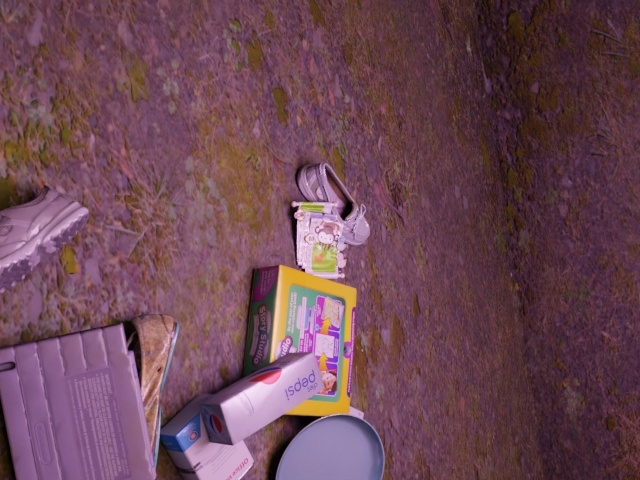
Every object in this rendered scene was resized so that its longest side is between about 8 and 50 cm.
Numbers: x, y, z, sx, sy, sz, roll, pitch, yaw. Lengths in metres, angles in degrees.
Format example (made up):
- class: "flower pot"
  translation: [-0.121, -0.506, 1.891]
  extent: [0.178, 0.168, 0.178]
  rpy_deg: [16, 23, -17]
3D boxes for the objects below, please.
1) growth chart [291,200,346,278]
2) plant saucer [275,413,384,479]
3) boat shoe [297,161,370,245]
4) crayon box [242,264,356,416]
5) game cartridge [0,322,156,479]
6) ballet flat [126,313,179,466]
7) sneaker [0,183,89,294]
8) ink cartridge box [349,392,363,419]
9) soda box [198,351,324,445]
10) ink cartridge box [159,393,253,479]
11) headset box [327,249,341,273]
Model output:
- class: "growth chart"
  translation: [0.000, 0.000, 1.725]
  extent: [0.172, 0.021, 0.237]
  rpy_deg: [-7, 97, -28]
- class: "plant saucer"
  translation: [0.022, 0.602, 1.581]
  extent: [0.317, 0.044, 0.317]
  rpy_deg: [-3, 97, -25]
- class: "boat shoe"
  translation: [0.058, -0.106, 1.805]
  extent: [0.320, 0.103, 0.118]
  rpy_deg: [51, 48, -29]
- class: "crayon box"
  translation: [-0.048, 0.276, 1.601]
  extent: [0.313, 0.106, 0.363]
  rpy_deg: [20, 68, -44]
- class: "game cartridge"
  translation: [-0.436, 0.345, 1.097]
  extent: [0.230, 0.068, 0.355]
  rpy_deg: [-10, 90, -22]
- class: "ballet flat"
  translation: [-0.373, 0.319, 1.227]
  extent: [0.123, 0.123, 0.348]
  rpy_deg: [23, 66, -45]
- class: "sneaker"
  translation: [-0.563, 0.003, 1.095]
  extent: [0.115, 0.105, 0.281]
  rpy_deg: [41, 49, 2]
- class: "ink cartridge box"
  translation: [0.061, 0.519, 1.709]
  extent: [0.109, 0.062, 0.209]
  rpy_deg: [37, 56, -38]
- class: "soda box"
  translation: [-0.126, 0.348, 1.365]
  extent: [0.286, 0.091, 0.098]
  rpy_deg: [-20, 95, -43]
- class: "ink cartridge box"
  translation: [-0.252, 0.461, 1.344]
  extent: [0.139, 0.082, 0.190]
  rpy_deg: [-39, 112, -45]
- class: "headset box"
  translation: [0.029, 0.068, 1.789]
  extent: [0.062, 0.032, 0.083]
  rpy_deg: [-4, 86, -49]
